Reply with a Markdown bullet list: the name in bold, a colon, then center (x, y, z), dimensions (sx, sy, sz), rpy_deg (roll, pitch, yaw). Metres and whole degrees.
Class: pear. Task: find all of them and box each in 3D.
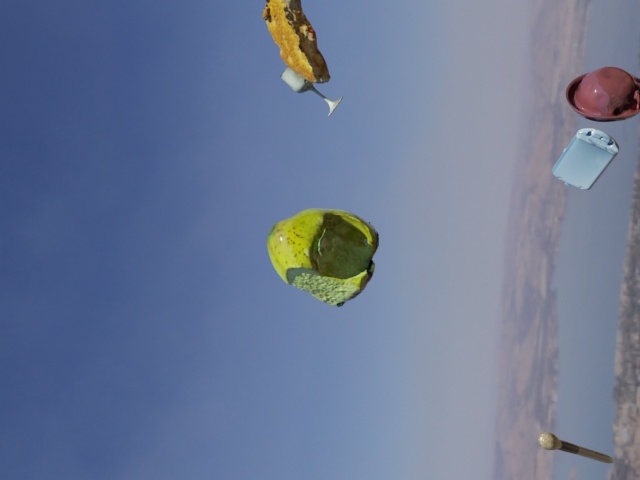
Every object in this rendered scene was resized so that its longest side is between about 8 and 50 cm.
- **pear**: center (0.000, 0.000, 1.818), dimensions (0.164, 0.255, 0.238), rpy_deg (-34, 35, 50)

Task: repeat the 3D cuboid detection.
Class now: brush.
- **brush**: center (0.648, 0.531, 1.860), dimensions (0.299, 0.039, 0.042), rpy_deg (25, -108, -31)

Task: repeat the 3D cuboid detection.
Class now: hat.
- **hat**: center (0.726, -0.382, 1.865), dimensions (0.089, 0.205, 0.206), rpy_deg (73, -154, -45)

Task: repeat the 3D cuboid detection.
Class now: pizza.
- **pizza**: center (-0.071, -0.541, 1.881), dimensions (0.071, 0.189, 0.297), rpy_deg (-39, -54, -14)

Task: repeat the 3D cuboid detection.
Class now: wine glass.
- **wine glass**: center (-0.030, -0.472, 2.285), dimensions (0.079, 0.195, 0.079), rpy_deg (-52, 9, 12)

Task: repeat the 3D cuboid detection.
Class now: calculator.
- **calculator**: center (0.712, -0.215, 1.992), dimensions (0.039, 0.121, 0.210), rpy_deg (-58, -9, -35)
